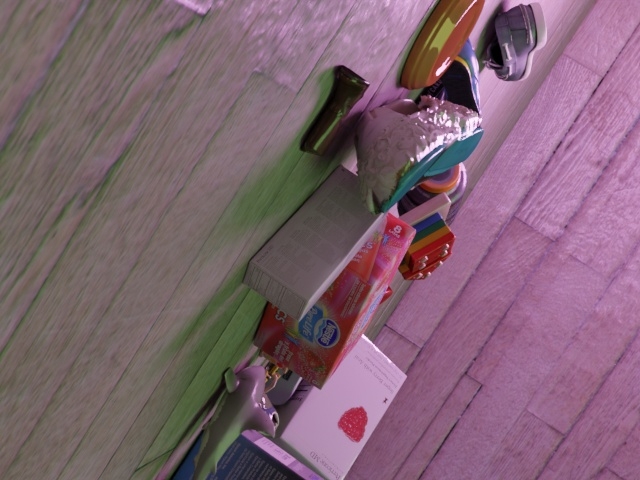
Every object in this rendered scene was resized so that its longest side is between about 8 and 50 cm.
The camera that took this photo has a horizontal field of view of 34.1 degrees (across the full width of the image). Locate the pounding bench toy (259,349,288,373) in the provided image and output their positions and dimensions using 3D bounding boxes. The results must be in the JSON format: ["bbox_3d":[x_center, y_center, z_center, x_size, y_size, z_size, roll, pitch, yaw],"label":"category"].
[{"bbox_3d":[-0.063,0.187,1.848,0.052,0.065,0.083,-50,168,-32],"label":"pounding bench toy"}]

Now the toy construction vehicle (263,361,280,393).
[{"bbox_3d":[-0.091,0.246,1.993,0.098,0.035,0.086,-53,170,-17],"label":"toy construction vehicle"}]

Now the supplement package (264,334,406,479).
[{"bbox_3d":[0.010,0.351,2.205,0.293,0.177,0.175,-55,-160,-26],"label":"supplement package"}]

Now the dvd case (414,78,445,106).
[{"bbox_3d":[0.164,-0.184,1.858,0.179,0.030,0.238,-51,169,-28],"label":"dvd case"}]

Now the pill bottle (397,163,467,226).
[{"bbox_3d":[0.225,-0.105,2.101,0.130,0.130,0.245,-54,170,-13],"label":"pill bottle"}]

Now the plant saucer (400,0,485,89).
[{"bbox_3d":[0.189,-0.307,1.563,0.200,0.037,0.200,-54,170,-15],"label":"plant saucer"}]

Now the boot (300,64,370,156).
[{"bbox_3d":[0.013,-0.149,1.243,0.114,0.037,0.106,-53,168,6],"label":"boot"}]

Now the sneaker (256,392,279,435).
[{"bbox_3d":[-0.114,0.330,1.954,0.064,0.086,0.192,-25,161,-8],"label":"sneaker"}]

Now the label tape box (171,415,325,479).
[{"bbox_3d":[-0.108,0.495,1.834,0.240,0.334,0.106,-56,170,0],"label":"label tape box"}]

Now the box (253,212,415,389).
[{"bbox_3d":[0.018,0.079,1.667,0.154,0.142,0.300,-49,168,-41],"label":"box"}]

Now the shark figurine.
[{"bbox_3d":[-0.138,0.323,1.717,0.166,0.116,0.278,89,25,-67],"label":"shark figurine"}]

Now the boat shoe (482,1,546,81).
[{"bbox_3d":[0.370,-0.390,2.088,0.099,0.116,0.319,-12,174,-2],"label":"boat shoe"}]

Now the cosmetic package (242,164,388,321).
[{"bbox_3d":[0.000,0.000,1.467,0.239,0.099,0.060,-48,169,-38],"label":"cosmetic package"}]

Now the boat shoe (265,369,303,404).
[{"bbox_3d":[-0.037,0.236,2.105,0.228,0.080,0.076,-60,176,26],"label":"boat shoe"}]

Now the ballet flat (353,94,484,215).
[{"bbox_3d":[0.119,-0.137,1.501,0.147,0.147,0.409,-60,168,22],"label":"ballet flat"}]

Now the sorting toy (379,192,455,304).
[{"bbox_3d":[0.142,0.043,2.014,0.257,0.089,0.255,-30,165,-8],"label":"sorting toy"}]

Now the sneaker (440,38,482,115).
[{"bbox_3d":[0.240,-0.259,1.749,0.209,0.069,0.082,72,33,-53],"label":"sneaker"}]
